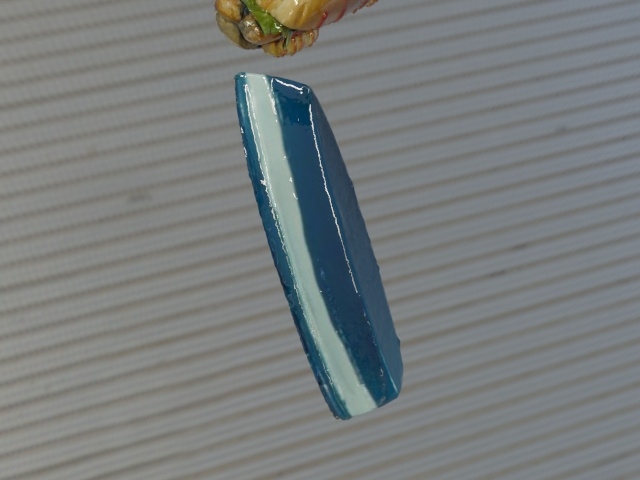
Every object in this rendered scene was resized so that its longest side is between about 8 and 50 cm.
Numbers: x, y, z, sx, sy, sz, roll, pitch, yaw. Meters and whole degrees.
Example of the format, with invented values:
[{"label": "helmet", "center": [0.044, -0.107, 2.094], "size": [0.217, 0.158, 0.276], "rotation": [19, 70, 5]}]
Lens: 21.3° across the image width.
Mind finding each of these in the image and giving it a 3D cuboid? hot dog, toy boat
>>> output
[{"label": "hot dog", "center": [-0.006, -0.202, 1.404], "size": [0.250, 0.104, 0.076], "rotation": [-44, 116, -57]}, {"label": "toy boat", "center": [0.000, 0.000, 1.329], "size": [0.096, 0.061, 0.299], "rotation": [-72, 147, -60]}]
